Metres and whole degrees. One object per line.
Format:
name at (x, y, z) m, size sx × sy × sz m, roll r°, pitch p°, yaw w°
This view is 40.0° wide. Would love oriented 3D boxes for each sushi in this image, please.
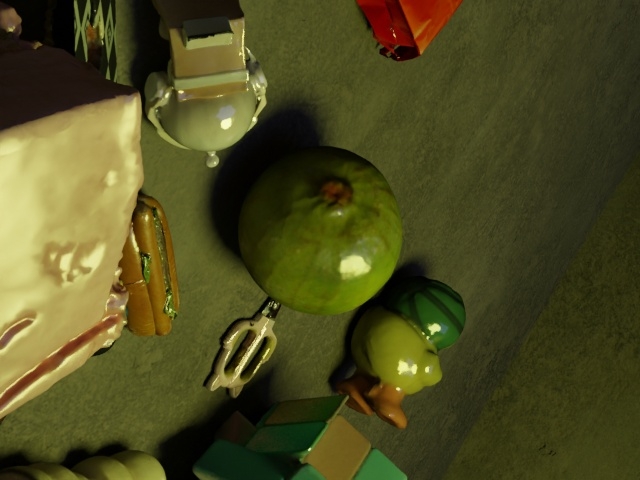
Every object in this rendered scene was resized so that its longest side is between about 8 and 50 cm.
sushi at (-0.265, -0.154, 0.959) m, size 0.264 × 0.050 × 0.290 m, roll -96°, pitch -170°, yaw -59°

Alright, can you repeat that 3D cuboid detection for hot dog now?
hot dog at (-0.243, 0.044, 1.231) m, size 0.100 × 0.068 × 0.249 m, roll -39°, pitch 144°, yaw -34°

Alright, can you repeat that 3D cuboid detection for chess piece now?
chess piece at (-0.344, 0.393, 1.300) m, size 0.300 × 0.167 × 0.167 m, roll 6°, pitch 110°, yaw -62°

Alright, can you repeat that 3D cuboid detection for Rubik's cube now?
Rubik's cube at (-0.053, 0.463, 1.575) m, size 0.387 × 0.358 × 0.368 m, roll -48°, pitch 179°, yaw -22°

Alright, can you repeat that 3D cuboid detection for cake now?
cake at (-0.344, -0.040, 0.776) m, size 0.293 × 0.307 × 0.314 m, roll -31°, pitch 139°, yaw -43°

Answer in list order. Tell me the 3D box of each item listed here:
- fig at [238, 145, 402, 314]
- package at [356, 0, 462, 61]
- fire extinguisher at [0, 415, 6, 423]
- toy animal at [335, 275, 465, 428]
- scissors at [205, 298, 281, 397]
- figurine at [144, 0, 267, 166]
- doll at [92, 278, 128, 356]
fig at (0.000, 0.000, 1.401) m, size 0.258 × 0.258 × 0.326 m, roll -49°, pitch 165°, yaw -19°
package at (0.123, -0.445, 1.319) m, size 0.196 × 0.123 × 0.423 m, roll -52°, pitch 147°, yaw -11°
fire extinguisher at (-0.362, 0.092, 1.049) m, size 0.341 × 0.105 × 0.141 m, roll -56°, pitch 166°, yaw -3°
toy animal at (0.172, 0.213, 1.876) m, size 0.338 × 0.216 × 0.191 m, roll -51°, pitch 122°, yaw -22°
scissors at (-0.095, 0.138, 1.572) m, size 0.317 × 0.024 × 0.160 m, roll -59°, pitch 149°, yaw -4°
figurine at (-0.149, -0.206, 1.122) m, size 0.162 × 0.141 × 0.237 m, roll -15°, pitch 136°, yaw -14°
doll at (-0.304, 0.104, 1.151) m, size 0.179 × 0.089 × 0.102 m, roll 125°, pitch -20°, yaw -50°
